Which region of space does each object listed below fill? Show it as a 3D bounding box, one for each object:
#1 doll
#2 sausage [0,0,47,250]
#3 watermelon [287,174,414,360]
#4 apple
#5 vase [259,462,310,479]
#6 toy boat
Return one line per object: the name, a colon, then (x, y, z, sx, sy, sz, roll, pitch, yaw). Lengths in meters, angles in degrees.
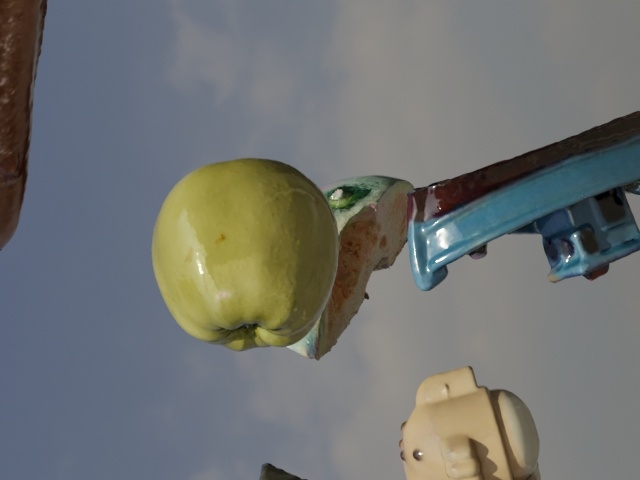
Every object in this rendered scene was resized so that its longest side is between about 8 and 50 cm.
doll: (0.139, 0.246, 1.002, 0.154, 0.119, 0.278, 64, -168, -65)
sausage: (-0.228, -0.101, 0.766, 0.102, 0.102, 0.330, -72, 0, -46)
watermelon: (0.000, -0.005, 1.803, 0.322, 0.188, 0.175, -54, -30, -42)
apple: (-0.073, 0.011, 1.194, 0.200, 0.200, 0.200, -9, -90, -67)
vase: (0.055, 0.266, 1.140, 0.115, 0.237, 0.115, 12, -90, -89)
toy boat: (0.154, -0.017, 0.790, 0.097, 0.223, 0.100, 69, 160, 2)
